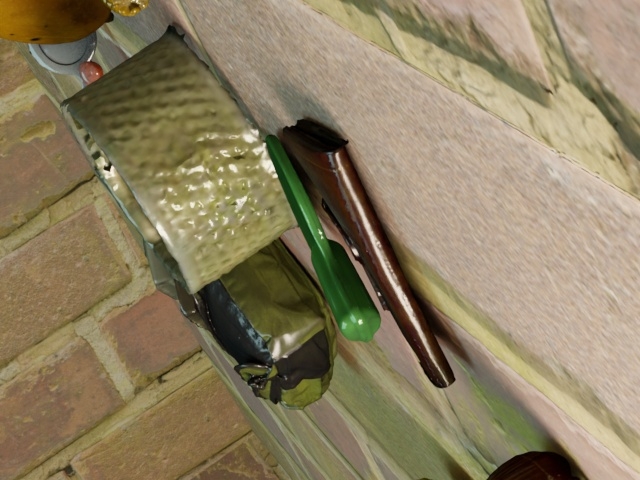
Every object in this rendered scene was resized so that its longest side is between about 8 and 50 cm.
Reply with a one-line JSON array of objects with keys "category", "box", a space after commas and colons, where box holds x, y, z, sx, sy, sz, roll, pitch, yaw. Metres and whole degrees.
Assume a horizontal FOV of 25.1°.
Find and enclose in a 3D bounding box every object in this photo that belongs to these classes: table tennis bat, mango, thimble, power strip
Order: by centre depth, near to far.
[{"category": "table tennis bat", "box": [0.000, 0.000, 1.371, 0.257, 0.039, 0.160, -116, 2, -45]}, {"category": "thimble", "box": [-0.155, -0.086, 1.578, 0.271, 0.150, 0.271, 53, 170, 14]}, {"category": "mango", "box": [-0.402, -0.323, 1.696, 0.359, 0.144, 0.187, 16, 174, -43]}, {"category": "power strip", "box": [-0.199, 0.005, 1.981, 0.251, 0.092, 0.257, 79, 178, -77]}]

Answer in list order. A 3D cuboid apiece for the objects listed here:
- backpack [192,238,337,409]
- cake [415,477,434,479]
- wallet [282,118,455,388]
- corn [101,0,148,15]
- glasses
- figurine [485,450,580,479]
[{"category": "backpack", "box": [-0.067, 0.112, 1.821, 0.207, 0.140, 0.253, 54, 167, 30]}, {"category": "cake", "box": [0.160, 0.397, 1.637, 0.260, 0.156, 0.179, 53, 157, -10]}, {"category": "wallet", "box": [0.044, 0.008, 1.282, 0.255, 0.031, 0.137, 62, 172, -24]}, {"category": "corn", "box": [-0.241, -0.311, 1.500, 0.207, 0.068, 0.068, 51, 169, 29]}, {"category": "glasses", "box": [-0.324, -0.270, 2.120, 0.234, 0.118, 0.268, 57, -170, -16]}, {"category": "figurine", "box": [0.194, 0.296, 1.261, 0.315, 0.168, 0.187, 84, 179, -48]}]
